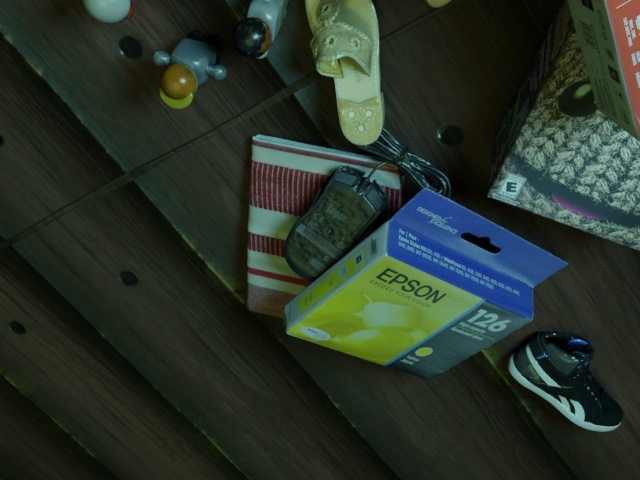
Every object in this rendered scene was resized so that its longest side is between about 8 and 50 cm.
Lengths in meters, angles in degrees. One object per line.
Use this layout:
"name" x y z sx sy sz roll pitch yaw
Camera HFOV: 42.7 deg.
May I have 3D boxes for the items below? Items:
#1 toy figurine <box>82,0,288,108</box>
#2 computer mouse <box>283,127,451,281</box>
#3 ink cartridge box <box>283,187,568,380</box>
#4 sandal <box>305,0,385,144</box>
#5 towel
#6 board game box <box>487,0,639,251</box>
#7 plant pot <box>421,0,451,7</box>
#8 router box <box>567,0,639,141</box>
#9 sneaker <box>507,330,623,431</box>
"toy figurine" -0.160 -0.293 1.017 0.213 0.148 0.209 -20 121 29
"computer mouse" 0.073 -0.033 1.179 0.184 0.060 0.262 31 115 2
"ink cartridge box" 0.157 0.085 1.201 0.304 0.072 0.307 24 135 -31
"sandal" 0.032 -0.227 1.028 0.088 0.079 0.240 -8 114 17
"towel" 0.000 0.000 1.279 0.237 0.037 0.329 11 125 9
"board game box" 0.364 -0.159 0.974 0.232 0.141 0.291 19 132 1
"plant pot" 0.091 -0.403 0.785 0.203 0.291 0.291 32 133 13
"router box" 0.352 -0.297 0.698 0.301 0.082 0.335 -30 126 3
"sneaker" 0.424 0.225 1.320 0.217 0.079 0.121 30 133 -7
